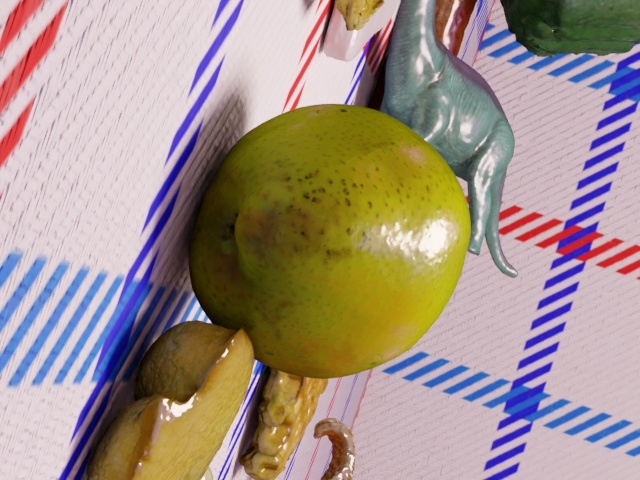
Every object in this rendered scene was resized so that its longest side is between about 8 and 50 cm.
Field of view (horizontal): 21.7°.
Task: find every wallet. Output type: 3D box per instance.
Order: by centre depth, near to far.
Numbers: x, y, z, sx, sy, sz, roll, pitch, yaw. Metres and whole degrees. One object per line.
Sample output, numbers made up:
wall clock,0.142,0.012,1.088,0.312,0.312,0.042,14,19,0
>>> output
wallet,0.043,-0.213,1.425,0.190,0.033,0.095,-54,163,-68

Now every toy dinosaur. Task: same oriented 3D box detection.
toy dinosaur,0.163,-0.166,1.734,0.383,0.129,0.331,26,91,-44

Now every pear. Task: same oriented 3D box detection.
pear,0.000,0.000,1.090,0.220,0.187,0.187,-11,120,-67

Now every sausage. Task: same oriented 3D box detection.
sausage,0.122,-0.240,1.804,0.103,0.076,0.302,-29,137,-81

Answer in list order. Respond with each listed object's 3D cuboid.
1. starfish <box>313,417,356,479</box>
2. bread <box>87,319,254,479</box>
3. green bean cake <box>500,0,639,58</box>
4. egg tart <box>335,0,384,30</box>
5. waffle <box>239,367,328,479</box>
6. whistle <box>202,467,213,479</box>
starfish,0.004,0.351,1.808,0.303,0.113,0.312,-164,-113,-69
bread,-0.104,0.125,1.052,0.149,0.065,0.187,-56,170,-26
green bean cake,0.264,-0.352,1.823,0.300,0.169,0.307,135,-49,-80
egg tart,0.032,-0.221,1.232,0.130,0.052,0.130,19,90,-85
waffle,-0.022,0.131,1.763,0.254,0.052,0.245,-46,153,-73
whistle,-0.119,0.261,1.155,0.258,0.067,0.126,-77,152,-43
